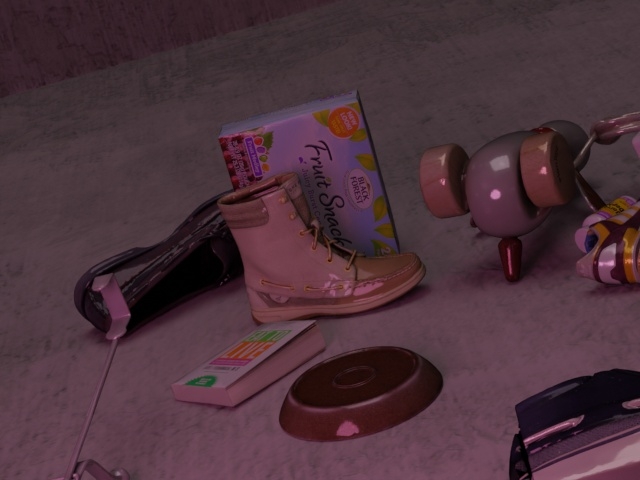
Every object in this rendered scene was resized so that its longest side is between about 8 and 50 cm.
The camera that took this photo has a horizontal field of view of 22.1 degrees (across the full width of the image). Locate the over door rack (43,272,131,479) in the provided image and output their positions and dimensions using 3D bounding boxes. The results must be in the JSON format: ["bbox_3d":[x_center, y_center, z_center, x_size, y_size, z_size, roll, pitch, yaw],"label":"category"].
[{"bbox_3d":[-0.308,0.193,1.603,0.239,0.108,0.324,-12,40,12],"label":"over door rack"}]

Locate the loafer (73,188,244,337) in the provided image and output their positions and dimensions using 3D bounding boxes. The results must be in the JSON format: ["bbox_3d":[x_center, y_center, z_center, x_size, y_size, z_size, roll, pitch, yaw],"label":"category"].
[{"bbox_3d":[-0.153,0.033,2.025,0.302,0.109,0.095,-28,41,-17],"label":"loafer"}]

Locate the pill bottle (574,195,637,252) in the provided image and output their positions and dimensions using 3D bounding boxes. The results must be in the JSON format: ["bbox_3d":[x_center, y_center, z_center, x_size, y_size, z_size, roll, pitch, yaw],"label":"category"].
[{"bbox_3d":[0.322,-0.016,1.833,0.083,0.043,0.043,-30,23,-35],"label":"pill bottle"}]

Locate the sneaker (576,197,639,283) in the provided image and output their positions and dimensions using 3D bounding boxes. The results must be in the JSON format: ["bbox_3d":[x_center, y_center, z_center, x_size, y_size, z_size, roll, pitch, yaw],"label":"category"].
[{"bbox_3d":[0.331,-0.011,1.773,0.084,0.070,0.185,-1,22,25],"label":"sneaker"}]

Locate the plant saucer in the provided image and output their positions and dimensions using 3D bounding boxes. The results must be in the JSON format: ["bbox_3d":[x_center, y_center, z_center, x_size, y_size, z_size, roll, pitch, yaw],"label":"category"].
[{"bbox_3d":[0.036,0.146,1.627,0.168,0.029,0.168,-15,18,5],"label":"plant saucer"}]

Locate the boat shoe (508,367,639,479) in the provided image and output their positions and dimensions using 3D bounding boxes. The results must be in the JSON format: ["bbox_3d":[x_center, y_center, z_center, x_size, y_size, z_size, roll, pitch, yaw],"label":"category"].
[{"bbox_3d":[0.303,0.141,1.263,0.340,0.127,0.158,-14,26,6],"label":"boat shoe"}]

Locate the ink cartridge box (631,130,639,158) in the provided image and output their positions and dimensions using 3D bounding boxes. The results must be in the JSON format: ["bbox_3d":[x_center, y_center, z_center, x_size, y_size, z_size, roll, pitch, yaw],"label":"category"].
[{"bbox_3d":[0.504,-0.127,1.630,0.307,0.129,0.223,-8,28,49],"label":"ink cartridge box"}]

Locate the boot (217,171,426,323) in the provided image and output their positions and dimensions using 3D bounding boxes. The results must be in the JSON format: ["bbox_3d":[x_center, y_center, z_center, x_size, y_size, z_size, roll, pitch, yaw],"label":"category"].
[{"bbox_3d":[0.000,0.000,1.855,0.213,0.165,0.077,-11,20,18],"label":"boot"}]

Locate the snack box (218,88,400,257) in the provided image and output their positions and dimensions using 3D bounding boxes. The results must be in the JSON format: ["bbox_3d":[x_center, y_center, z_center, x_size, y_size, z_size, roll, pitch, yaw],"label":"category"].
[{"bbox_3d":[-0.011,-0.058,1.969,0.174,0.207,0.070,-14,19,5],"label":"snack box"}]

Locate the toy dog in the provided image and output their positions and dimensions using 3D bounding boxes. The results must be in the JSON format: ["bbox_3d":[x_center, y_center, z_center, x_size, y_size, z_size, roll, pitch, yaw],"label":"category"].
[{"bbox_3d":[0.250,-0.049,1.894,0.333,0.161,0.220,-13,8,-43],"label":"toy dog"}]

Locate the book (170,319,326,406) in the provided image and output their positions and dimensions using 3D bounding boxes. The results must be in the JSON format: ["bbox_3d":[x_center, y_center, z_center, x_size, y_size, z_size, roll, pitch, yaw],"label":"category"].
[{"bbox_3d":[-0.078,0.132,1.760,0.096,0.035,0.144,-1,25,47],"label":"book"}]
